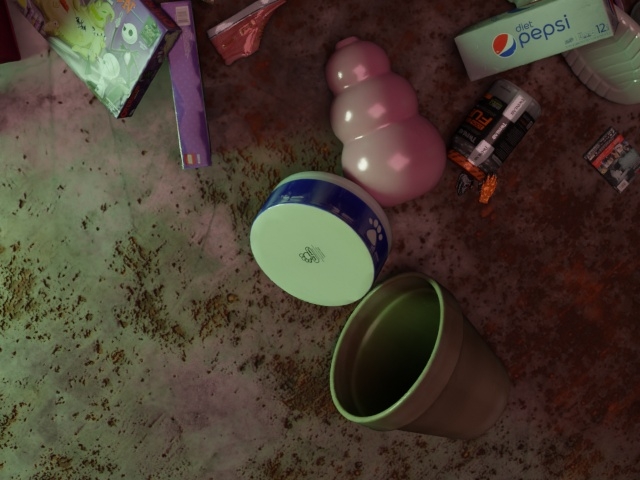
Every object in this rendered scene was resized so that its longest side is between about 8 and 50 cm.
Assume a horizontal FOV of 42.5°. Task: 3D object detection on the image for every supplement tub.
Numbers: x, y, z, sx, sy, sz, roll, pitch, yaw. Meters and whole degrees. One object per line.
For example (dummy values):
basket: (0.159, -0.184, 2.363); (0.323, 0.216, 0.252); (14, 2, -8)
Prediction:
supplement tub: (0.345, -0.220, 1.660); (0.117, 0.117, 0.190); (36, 96, -12)

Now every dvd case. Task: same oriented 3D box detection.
dvd case: (0.629, -0.171, 1.752); (0.119, 0.013, 0.087); (41, 95, -11)

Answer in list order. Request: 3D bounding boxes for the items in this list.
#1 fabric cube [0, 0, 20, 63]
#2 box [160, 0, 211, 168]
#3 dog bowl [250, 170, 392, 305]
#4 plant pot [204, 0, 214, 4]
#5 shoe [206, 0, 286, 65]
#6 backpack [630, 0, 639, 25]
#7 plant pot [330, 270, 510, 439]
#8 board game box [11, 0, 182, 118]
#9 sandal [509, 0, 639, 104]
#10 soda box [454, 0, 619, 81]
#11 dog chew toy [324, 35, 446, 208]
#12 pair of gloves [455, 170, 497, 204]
fabric cube: (-0.714, -0.416, 1.443); (0.259, 0.258, 0.254); (-13, 104, -3)
box: (-0.249, -0.291, 1.543); (0.057, 0.201, 0.293); (-7, 102, -6)
dog bowl: (0.000, 0.000, 1.606); (0.264, 0.104, 0.265); (15, 134, 16)
plant pot: (-0.250, -0.515, 1.549); (0.096, 0.109, 0.109); (15, 101, 5)
shoe: (-0.128, -0.414, 1.603); (0.178, 0.063, 0.081); (-29, 105, 6)
backpack: (0.718, -0.416, 1.645); (0.165, 0.144, 0.188); (-24, 101, 5)
plant pot: (0.226, 0.266, 1.681); (0.280, 0.323, 0.323); (31, 98, -28)
board game box: (-0.415, -0.411, 1.471); (0.347, 0.056, 0.208); (47, 118, 12)
sandal: (0.532, -0.445, 1.633); (0.416, 0.169, 0.102); (42, 58, -13)
soda box: (0.410, -0.401, 1.568); (0.286, 0.091, 0.098); (-14, 111, 32)
dog chew toy: (0.112, -0.235, 1.599); (0.206, 0.206, 0.332); (-22, 95, -1)
pair of gloves: (0.330, -0.120, 1.734); (0.083, 0.010, 0.074); (18, 100, -8)
